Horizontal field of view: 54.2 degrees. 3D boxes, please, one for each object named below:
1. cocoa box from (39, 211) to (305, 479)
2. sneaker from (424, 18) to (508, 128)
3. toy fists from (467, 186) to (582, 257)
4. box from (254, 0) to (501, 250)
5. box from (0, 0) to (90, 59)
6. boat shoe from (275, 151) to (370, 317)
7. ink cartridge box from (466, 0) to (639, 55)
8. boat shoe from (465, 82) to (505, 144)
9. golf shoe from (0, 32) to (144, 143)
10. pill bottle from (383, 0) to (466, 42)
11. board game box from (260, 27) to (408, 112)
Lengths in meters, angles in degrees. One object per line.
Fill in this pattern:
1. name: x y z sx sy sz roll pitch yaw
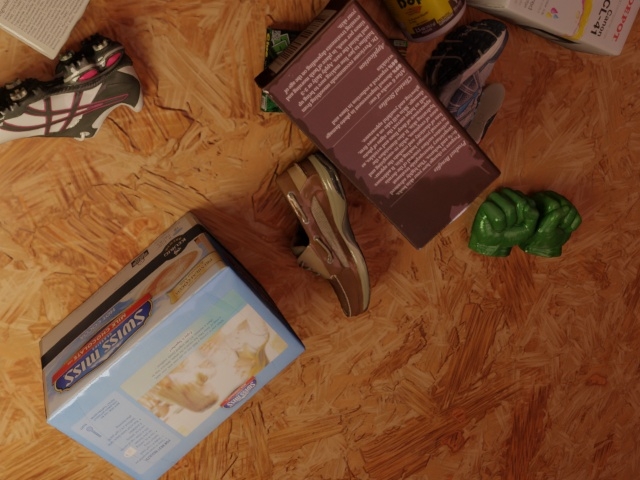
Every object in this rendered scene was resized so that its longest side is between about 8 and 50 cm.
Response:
1. cocoa box: -0.248 0.174 1.036 0.347 0.228 0.231 -41 124 -4
2. sneaker: 0.248 -0.276 1.161 0.122 0.110 0.283 28 107 -42
3. toy fists: 0.453 -0.038 1.367 0.279 0.096 0.142 1 111 -25
4. box: 0.095 -0.185 1.016 0.191 0.143 0.381 -43 112 7
5. box: -0.436 -0.352 0.778 0.275 0.094 0.113 32 96 -33
6. boat shoe: 0.000 0.000 1.156 0.119 0.122 0.324 -22 113 -10
7. ink cartridge box: 0.443 -0.488 1.130 0.306 0.131 0.226 9 109 -28
8. boat shoe: 0.322 -0.245 1.237 0.137 0.049 0.043 -66 164 10
9. golf shoe: -0.380 -0.179 0.885 0.272 0.105 0.120 -31 130 -10
10. pill bottle: 0.141 -0.438 1.010 0.117 0.117 0.215 -44 124 -2
11. board game box: 0.026 -0.286 1.079 0.259 0.030 0.136 -4 117 -25
